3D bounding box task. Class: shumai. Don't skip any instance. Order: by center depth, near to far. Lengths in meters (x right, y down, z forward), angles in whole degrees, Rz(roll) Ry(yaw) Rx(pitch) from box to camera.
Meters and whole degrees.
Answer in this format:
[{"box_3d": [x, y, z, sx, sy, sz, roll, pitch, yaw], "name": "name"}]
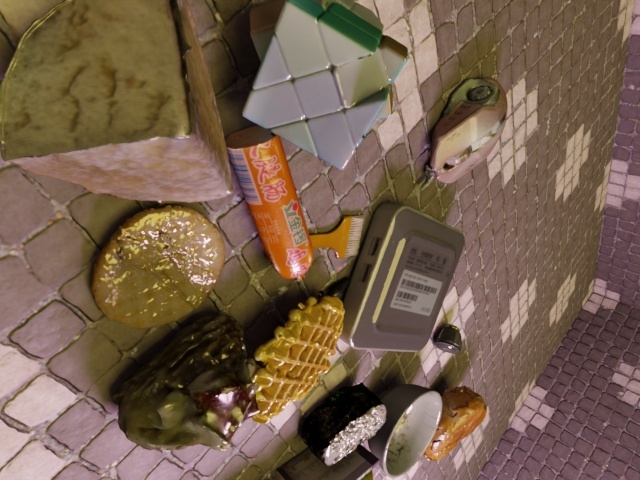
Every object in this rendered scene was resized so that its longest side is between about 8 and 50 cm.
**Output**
[{"box_3d": [-0.191, 0.261, 0.748, 0.256, 0.218, 0.189, -46, 130, -24], "name": "shumai"}]

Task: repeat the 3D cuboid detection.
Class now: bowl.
[{"box_3d": [0.237, 0.560, 1.383, 0.289, 0.146, 0.290, -20, 121, -38], "name": "bowl"}]

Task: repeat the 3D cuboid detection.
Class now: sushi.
[{"box_3d": [0.059, 0.471, 1.168, 0.224, 0.127, 0.124, -26, 127, -26], "name": "sushi"}]

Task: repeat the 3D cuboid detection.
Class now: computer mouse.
[{"box_3d": [0.386, -0.273, 1.160, 0.389, 0.114, 0.200, -51, 134, -16], "name": "computer mouse"}]

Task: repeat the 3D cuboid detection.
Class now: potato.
[{"box_3d": [-0.238, -0.166, 0.580, 0.264, 0.210, 0.190, 85, -7, -79], "name": "potato"}]

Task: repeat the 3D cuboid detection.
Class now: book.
[{"box_3d": [0.021, 0.592, 1.164, 0.231, 0.157, 0.026, -18, 123, -40], "name": "book"}]

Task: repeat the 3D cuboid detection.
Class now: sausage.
[{"box_3d": [-0.076, -0.044, 0.795, 0.093, 0.092, 0.313, -37, 130, -28], "name": "sausage"}]

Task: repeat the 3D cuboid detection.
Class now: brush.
[{"box_3d": [0.000, 0.000, 0.965, 0.272, 0.013, 0.103, -7, 113, -43], "name": "brush"}]

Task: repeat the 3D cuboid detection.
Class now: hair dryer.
[{"box_3d": [0.041, 0.134, 1.070, 0.079, 0.031, 0.083, -37, 146, -40], "name": "hair dryer"}]

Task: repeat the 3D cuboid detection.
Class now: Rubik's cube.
[{"box_3d": [0.001, -0.262, 0.697, 0.224, 0.265, 0.213, -54, -169, 38], "name": "Rubik's cube"}]

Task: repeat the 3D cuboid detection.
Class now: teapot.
[{"box_3d": [0.441, 0.339, 1.552, 0.092, 0.124, 0.091, 30, 66, -9], "name": "teapot"}]

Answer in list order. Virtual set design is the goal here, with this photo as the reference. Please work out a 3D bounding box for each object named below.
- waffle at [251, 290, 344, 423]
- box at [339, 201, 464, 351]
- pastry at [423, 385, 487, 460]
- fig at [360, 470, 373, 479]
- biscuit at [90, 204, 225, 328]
[{"box_3d": [-0.047, 0.253, 0.950, 0.329, 0.062, 0.330, -44, 150, -34], "name": "waffle"}, {"box_3d": [0.227, 0.110, 1.180, 0.367, 0.090, 0.374, 15, 96, -46], "name": "box"}, {"box_3d": [0.472, 0.668, 1.667, 0.310, 0.162, 0.255, -32, 140, -19], "name": "pastry"}, {"box_3d": [0.076, 0.732, 1.345, 0.149, 0.149, 0.246, -26, 145, -36], "name": "fig"}, {"box_3d": [-0.247, 0.047, 0.703, 0.219, 0.033, 0.220, -23, 131, -30], "name": "biscuit"}]
